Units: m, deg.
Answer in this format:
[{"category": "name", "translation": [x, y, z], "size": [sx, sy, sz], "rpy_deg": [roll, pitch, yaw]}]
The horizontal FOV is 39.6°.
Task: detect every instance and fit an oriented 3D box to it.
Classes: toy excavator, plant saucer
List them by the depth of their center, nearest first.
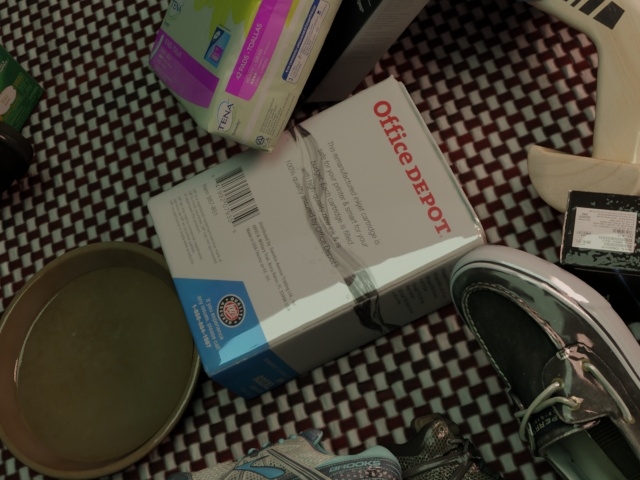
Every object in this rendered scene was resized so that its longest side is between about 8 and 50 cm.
[{"category": "toy excavator", "translation": [0.260, -0.300, 0.935], "size": [0.445, 0.222, 0.433], "rpy_deg": [46, 117, 34]}, {"category": "plant saucer", "translation": [-0.256, 0.135, 1.023], "size": [0.278, 0.041, 0.278], "rpy_deg": [-6, 68, 16]}]

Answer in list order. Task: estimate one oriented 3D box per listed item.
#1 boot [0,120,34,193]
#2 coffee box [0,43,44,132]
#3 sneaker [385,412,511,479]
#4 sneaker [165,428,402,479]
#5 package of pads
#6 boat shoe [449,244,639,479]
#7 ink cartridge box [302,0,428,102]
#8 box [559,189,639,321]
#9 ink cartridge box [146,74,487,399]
[{"category": "boot", "translation": [-0.524, -0.005, 1.107], "size": [0.348, 0.131, 0.260], "rpy_deg": [-11, 58, 23]}, {"category": "coffee box", "translation": [-0.439, -0.200, 1.138], "size": [0.040, 0.184, 0.113], "rpy_deg": [21, 75, 21]}, {"category": "sneaker", "translation": [0.154, 0.230, 0.847], "size": [0.227, 0.087, 0.130], "rpy_deg": [-1, 74, 21]}, {"category": "sneaker", "translation": [-0.038, 0.251, 0.877], "size": [0.283, 0.110, 0.122], "rpy_deg": [-4, 43, 36]}, {"category": "package of pads", "translation": [-0.090, -0.254, 0.995], "size": [0.229, 0.101, 0.296], "rpy_deg": [-66, 30, 13]}, {"category": "boat shoe", "translation": [0.231, 0.144, 0.789], "size": [0.335, 0.121, 0.119], "rpy_deg": [46, 46, 11]}, {"category": "ink cartridge box", "translation": [0.051, -0.304, 0.945], "size": [0.069, 0.371, 0.175], "rpy_deg": [-7, 75, -25]}, {"category": "box", "translation": [0.324, 0.023, 0.852], "size": [0.180, 0.147, 0.077], "rpy_deg": [6, 70, 17]}, {"category": "ink cartridge box", "translation": [0.000, 0.000, 0.962], "size": [0.307, 0.129, 0.223], "rpy_deg": [-26, 62, 4]}]
